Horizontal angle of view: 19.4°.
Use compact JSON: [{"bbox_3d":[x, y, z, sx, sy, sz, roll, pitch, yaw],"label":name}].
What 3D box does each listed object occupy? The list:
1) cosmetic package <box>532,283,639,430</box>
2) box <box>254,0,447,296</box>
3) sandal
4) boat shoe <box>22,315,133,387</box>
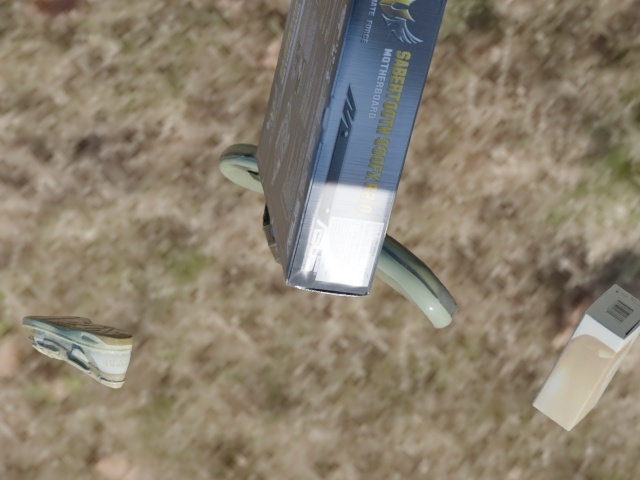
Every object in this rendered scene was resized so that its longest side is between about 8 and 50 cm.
[{"bbox_3d":[0.227,0.098,1.563,0.041,0.060,0.115,37,132,16],"label":"cosmetic package"},{"bbox_3d":[0.017,-0.109,1.166,0.056,0.183,0.231,8,117,-12],"label":"box"},{"bbox_3d":[0.000,0.000,1.769,0.303,0.086,0.120,39,180,34],"label":"sandal"},{"bbox_3d":[-0.219,0.095,1.667,0.153,0.056,0.048,9,96,48],"label":"boat shoe"}]
